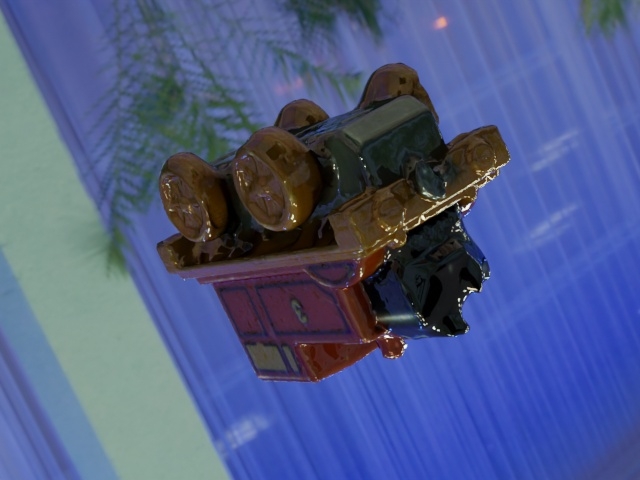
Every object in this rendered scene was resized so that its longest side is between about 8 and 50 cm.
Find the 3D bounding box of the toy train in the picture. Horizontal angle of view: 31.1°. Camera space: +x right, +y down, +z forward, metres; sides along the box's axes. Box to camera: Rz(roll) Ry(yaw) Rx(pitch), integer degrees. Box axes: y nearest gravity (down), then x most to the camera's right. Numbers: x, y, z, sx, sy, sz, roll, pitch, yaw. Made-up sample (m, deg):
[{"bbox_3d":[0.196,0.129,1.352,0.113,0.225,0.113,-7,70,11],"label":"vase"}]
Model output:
[{"bbox_3d":[0.000,0.000,0.959,0.163,0.232,0.369,-32,-168,-31],"label":"toy train"}]
